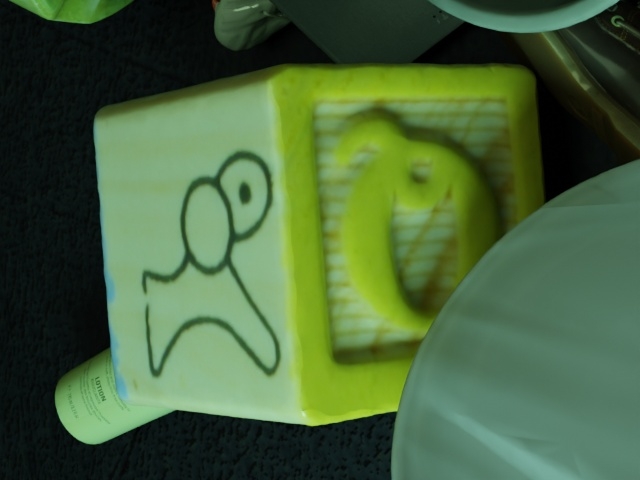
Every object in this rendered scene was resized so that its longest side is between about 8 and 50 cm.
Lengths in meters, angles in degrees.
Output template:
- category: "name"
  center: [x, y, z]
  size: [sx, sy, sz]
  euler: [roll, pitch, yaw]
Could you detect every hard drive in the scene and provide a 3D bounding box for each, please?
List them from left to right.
- category: "hard drive"
  center: [0.016, -0.164, 0.944]
  size: [0.135, 0.022, 0.094]
  euler: [42, 129, -18]

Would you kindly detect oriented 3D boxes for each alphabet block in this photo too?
- category: "alphabet block"
  center: [0.000, 0.000, 0.891]
  size: [0.197, 0.193, 0.192]
  euler: [-2, 94, 54]

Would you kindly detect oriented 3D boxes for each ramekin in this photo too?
- category: "ramekin"
  center: [0.179, 0.100, 0.732]
  size: [0.273, 0.127, 0.273]
  euler: [-22, 47, 25]

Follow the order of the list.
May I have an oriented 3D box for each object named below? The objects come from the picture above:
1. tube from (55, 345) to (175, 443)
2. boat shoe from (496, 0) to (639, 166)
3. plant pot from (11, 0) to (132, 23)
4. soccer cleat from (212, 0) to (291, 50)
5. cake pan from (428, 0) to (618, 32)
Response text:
- category: "tube"
  center: [-0.095, 0.080, 1.093]
  size: [0.240, 0.062, 0.070]
  euler: [-28, 116, 33]
- category: "boat shoe"
  center: [0.168, -0.097, 0.851]
  size: [0.073, 0.073, 0.207]
  euler: [-37, 69, -4]
- category: "plant pot"
  center: [-0.225, -0.288, 1.061]
  size: [0.254, 0.276, 0.276]
  euler: [36, 116, 19]
- category: "soccer cleat"
  center: [-0.001, -0.184, 0.985]
  size: [0.076, 0.068, 0.196]
  euler: [52, 123, 14]
- category: "cake pan"
  center: [0.099, -0.254, 0.770]
  size: [0.293, 0.054, 0.293]
  euler: [29, 129, 43]
